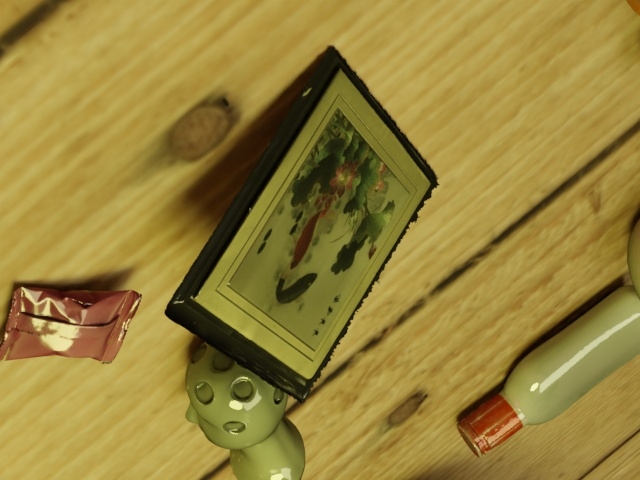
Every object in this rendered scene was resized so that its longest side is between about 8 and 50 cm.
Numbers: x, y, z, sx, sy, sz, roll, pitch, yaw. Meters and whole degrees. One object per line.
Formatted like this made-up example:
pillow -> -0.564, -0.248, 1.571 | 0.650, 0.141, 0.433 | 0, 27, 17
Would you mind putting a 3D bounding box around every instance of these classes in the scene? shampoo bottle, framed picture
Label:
shampoo bottle -> 0.232, 0.133, 1.191 | 0.221, 0.051, 0.108 | -36, 148, -7
framed picture -> 0.000, 0.000, 0.798 | 0.195, 0.010, 0.199 | -58, 147, -7

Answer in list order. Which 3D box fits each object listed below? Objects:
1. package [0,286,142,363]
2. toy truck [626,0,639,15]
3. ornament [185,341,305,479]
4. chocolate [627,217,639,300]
package -> -0.157, 0.053, 0.748 | 0.083, 0.029, 0.059 | 4, 124, -35
toy truck -> 0.280, -0.200, 0.752 | 0.207, 0.173, 0.387 | -54, 142, 5
ornament -> -0.056, 0.126, 0.890 | 0.081, 0.075, 0.156 | -15, 146, 1
chocolate -> 0.349, 0.012, 1.084 | 0.147, 0.221, 0.221 | -19, 149, 15
